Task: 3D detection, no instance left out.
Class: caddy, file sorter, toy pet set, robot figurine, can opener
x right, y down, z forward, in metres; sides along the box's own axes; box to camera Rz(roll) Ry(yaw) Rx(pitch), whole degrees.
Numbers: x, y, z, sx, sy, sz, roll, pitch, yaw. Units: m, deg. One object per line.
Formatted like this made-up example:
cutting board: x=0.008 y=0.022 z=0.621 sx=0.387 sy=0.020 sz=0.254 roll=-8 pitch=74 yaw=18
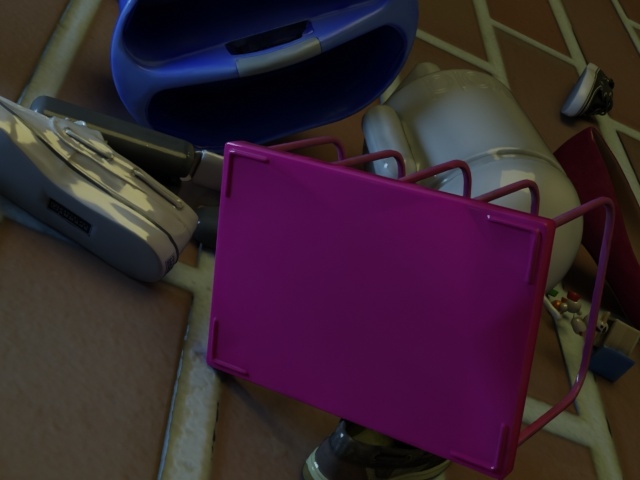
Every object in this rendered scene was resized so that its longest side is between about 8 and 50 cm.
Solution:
caddy: x=-0.064 y=-0.232 z=1.216 sx=0.341 sy=0.241 sz=0.179 roll=-18 pitch=37 yaw=-6
file sorter: x=0.078 y=0.033 z=0.945 sx=0.291 sy=0.202 sz=0.182 roll=17 pitch=19 yaw=31
toy pet set: x=0.304 y=0.109 z=1.285 sx=0.114 sy=0.065 sz=0.122 roll=28 pitch=-1 yaw=-4
robot figurine: x=0.168 y=-0.057 z=1.255 sx=0.300 sy=0.200 sz=0.353 roll=19 pitch=32 yaw=-32
can opener: x=-0.156 y=-0.057 z=1.095 sx=0.283 sy=0.076 sz=0.095 roll=17 pitch=33 yaw=-21

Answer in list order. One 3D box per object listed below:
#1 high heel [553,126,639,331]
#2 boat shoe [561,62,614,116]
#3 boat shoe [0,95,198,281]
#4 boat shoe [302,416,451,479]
high heel: x=0.433 y=0.021 z=1.391 sx=0.377 sy=0.181 sz=0.127 roll=30 pitch=31 yaw=-2
boat shoe: x=0.479 y=-0.253 z=1.940 sx=0.076 sy=0.080 sz=0.228 roll=32 pitch=23 yaw=5
boat shoe: x=-0.230 y=-0.065 z=1.015 sx=0.258 sy=0.095 sz=0.084 roll=39 pitch=52 yaw=-7
boat shoe: x=0.076 y=0.167 z=0.974 sx=0.080 sy=0.073 sz=0.223 roll=46 pitch=34 yaw=23
